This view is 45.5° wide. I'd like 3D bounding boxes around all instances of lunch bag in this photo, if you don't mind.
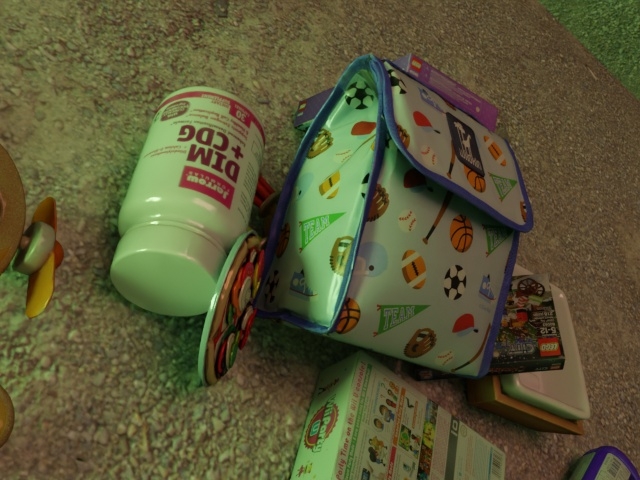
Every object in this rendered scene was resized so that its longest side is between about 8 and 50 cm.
[{"bbox_3d":[0.123,-0.028,1.086,0.328,0.239,0.385,23,79,-38],"label":"lunch bag"}]

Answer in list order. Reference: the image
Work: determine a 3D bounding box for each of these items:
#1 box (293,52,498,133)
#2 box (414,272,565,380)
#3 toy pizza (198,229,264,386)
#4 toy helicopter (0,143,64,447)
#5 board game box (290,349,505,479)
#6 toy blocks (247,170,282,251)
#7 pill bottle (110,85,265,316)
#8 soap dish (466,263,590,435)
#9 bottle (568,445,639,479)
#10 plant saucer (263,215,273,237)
[{"bbox_3d":[0.119,-0.206,1.283,0.201,0.293,0.057,24,71,-33],"label":"box"},{"bbox_3d":[0.266,0.140,1.248,0.044,0.233,0.159,74,13,-53],"label":"box"},{"bbox_3d":[-0.102,0.086,0.945,0.032,0.201,0.201,16,44,5],"label":"toy pizza"},{"bbox_3d":[-0.362,0.046,0.792,0.235,0.140,0.354,5,70,-53],"label":"toy helicopter"},{"bbox_3d":[0.115,0.329,1.050,0.303,0.098,0.224,39,41,-19],"label":"board game box"},{"bbox_3d":[-0.112,-0.050,1.126,0.148,0.054,0.123,43,56,15],"label":"toy blocks"},{"bbox_3d":[-0.169,-0.053,0.992,0.160,0.160,0.283,30,45,-26],"label":"pill bottle"},{"bbox_3d":[0.353,0.190,1.362,0.229,0.118,0.290,25,48,-30],"label":"soap dish"},{"bbox_3d":[0.460,0.464,1.291,0.118,0.092,0.283,56,40,3],"label":"bottle"},{"bbox_3d":[0.000,0.000,1.217,0.200,0.037,0.199,24,48,-30],"label":"plant saucer"}]
